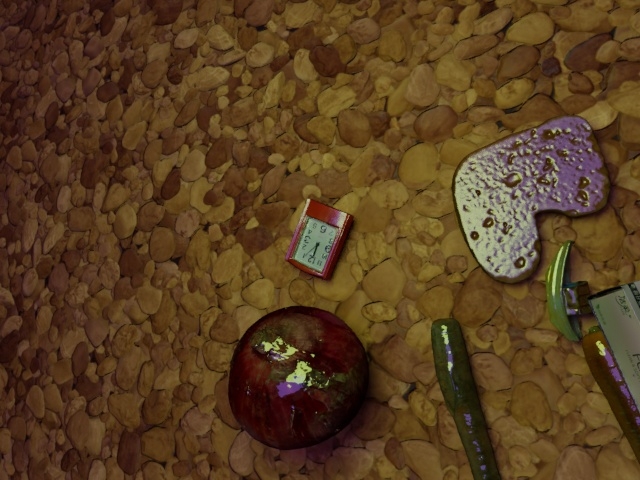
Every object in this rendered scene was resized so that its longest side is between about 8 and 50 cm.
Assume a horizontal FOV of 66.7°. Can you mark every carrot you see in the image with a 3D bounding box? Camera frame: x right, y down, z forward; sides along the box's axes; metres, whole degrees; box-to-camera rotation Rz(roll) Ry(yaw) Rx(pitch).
[{"bbox_3d":[0.491,0.245,0.782,0.067,0.067,0.225,-26,73,19],"label":"carrot"},{"bbox_3d":[0.262,0.309,0.878,0.070,0.070,0.342,-18,75,21],"label":"carrot"}]

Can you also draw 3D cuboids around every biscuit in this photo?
[{"bbox_3d":[0.391,-0.073,0.898,0.277,0.052,0.262,-24,76,18],"label":"biscuit"}]

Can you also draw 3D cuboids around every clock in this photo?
[{"bbox_3d":[0.000,0.000,1.063,0.113,0.061,0.155,24,94,27],"label":"clock"}]

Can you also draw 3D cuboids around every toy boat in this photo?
[{"bbox_3d":[0.428,0.086,0.840,0.066,0.065,0.172,-9,84,37],"label":"toy boat"}]

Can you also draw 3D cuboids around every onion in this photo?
[{"bbox_3d":[-0.045,0.252,0.928,0.276,0.276,0.276,-5,78,24],"label":"onion"}]

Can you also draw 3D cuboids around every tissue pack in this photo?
[{"bbox_3d":[0.538,0.173,0.728,0.148,0.092,0.246,-13,72,-11],"label":"tissue pack"}]
